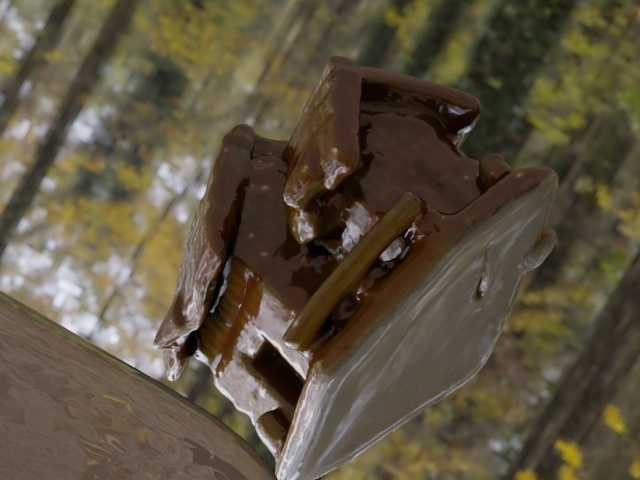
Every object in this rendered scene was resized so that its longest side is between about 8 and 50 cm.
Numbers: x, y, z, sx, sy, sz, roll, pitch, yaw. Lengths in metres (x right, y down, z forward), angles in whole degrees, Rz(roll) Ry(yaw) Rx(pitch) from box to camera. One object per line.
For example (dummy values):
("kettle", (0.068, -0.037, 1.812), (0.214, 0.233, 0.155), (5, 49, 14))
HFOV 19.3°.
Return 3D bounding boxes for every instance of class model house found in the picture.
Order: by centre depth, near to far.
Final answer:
("model house", (0.001, 0.001, 1.214), (0.219, 0.199, 0.229), (-24, -131, -37))

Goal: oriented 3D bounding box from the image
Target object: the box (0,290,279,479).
("box", (-0.162, 0.107, 0.625), (0.349, 0.141, 0.289), (31, -154, -13))
